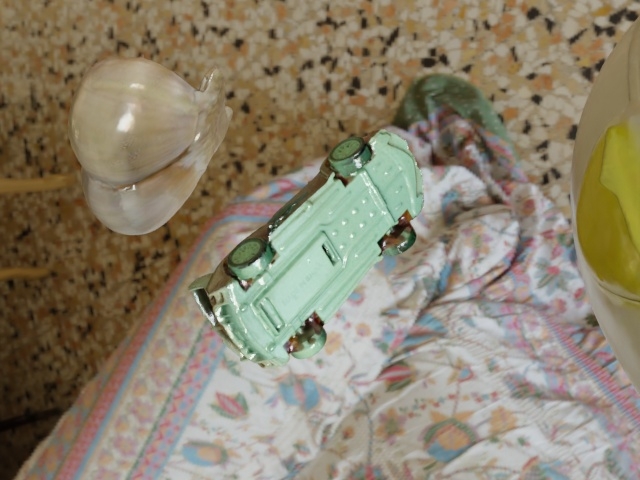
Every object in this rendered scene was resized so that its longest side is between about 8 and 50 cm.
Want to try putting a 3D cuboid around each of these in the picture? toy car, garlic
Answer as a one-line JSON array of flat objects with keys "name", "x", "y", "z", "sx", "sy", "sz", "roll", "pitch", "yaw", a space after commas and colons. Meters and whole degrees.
[{"name": "toy car", "x": 0.000, "y": 0.000, "z": 0.420, "sx": 0.035, "sy": 0.122, "sz": 0.059, "roll": 10, "pitch": 141, "yaw": 49}, {"name": "garlic", "x": -0.133, "y": -0.076, "z": 0.676, "sx": 0.099, "sy": 0.174, "sz": 0.124, "roll": 21, "pitch": 71, "yaw": 10}]

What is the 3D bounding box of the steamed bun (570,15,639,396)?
[{"name": "steamed bun", "x": 0.308, "y": 0.006, "z": 0.495, "sx": 0.374, "sy": 0.334, "sz": 0.334, "roll": 45, "pitch": 123, "yaw": 11}]
